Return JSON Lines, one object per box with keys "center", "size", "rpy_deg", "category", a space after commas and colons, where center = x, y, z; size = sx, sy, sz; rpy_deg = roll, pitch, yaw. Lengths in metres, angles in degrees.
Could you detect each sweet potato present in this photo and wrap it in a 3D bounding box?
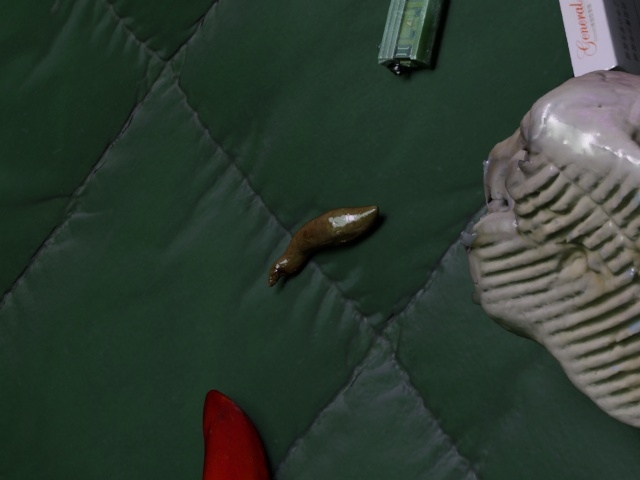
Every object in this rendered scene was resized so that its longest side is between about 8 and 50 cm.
{"center": [0.000, -0.004, 1.968], "size": [0.153, 0.038, 0.041], "rpy_deg": [-33, 30, 34], "category": "sweet potato"}

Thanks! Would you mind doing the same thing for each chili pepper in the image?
{"center": [-0.091, 0.313, 1.906], "size": [0.137, 0.091, 0.369], "rpy_deg": [-27, 46, 58], "category": "chili pepper"}

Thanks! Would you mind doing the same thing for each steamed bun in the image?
{"center": [0.272, -0.009, 1.580], "size": [0.280, 0.207, 0.268], "rpy_deg": [32, 139, 26], "category": "steamed bun"}

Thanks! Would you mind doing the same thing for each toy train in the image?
{"center": [0.092, -0.207, 1.962], "size": [0.056, 0.038, 0.093], "rpy_deg": [5, 76, 40], "category": "toy train"}

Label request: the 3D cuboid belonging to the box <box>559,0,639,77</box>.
{"center": [0.265, -0.152, 1.677], "size": [0.048, 0.152, 0.100], "rpy_deg": [-24, 57, 32], "category": "box"}
